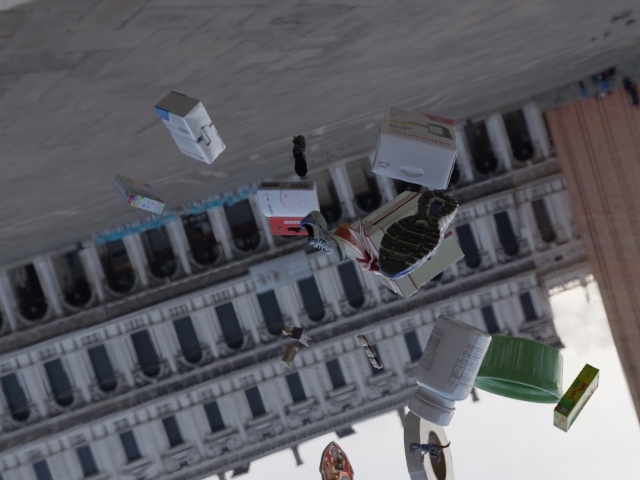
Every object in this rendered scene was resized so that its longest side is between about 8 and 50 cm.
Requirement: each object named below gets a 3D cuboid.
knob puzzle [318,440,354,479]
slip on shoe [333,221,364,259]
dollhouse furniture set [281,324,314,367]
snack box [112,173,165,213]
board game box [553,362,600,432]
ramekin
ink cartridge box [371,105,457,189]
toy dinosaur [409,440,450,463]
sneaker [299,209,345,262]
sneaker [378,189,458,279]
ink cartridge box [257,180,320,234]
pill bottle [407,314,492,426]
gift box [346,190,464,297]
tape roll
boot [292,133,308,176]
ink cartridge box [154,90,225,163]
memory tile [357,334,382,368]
[{"bbox_3d":[0.061,0.749,2.174,0.030,0.213,0.213,-25,-179,28],"label":"knob puzzle"},{"bbox_3d":[0.154,0.025,2.607,0.123,0.101,0.331,18,168,38],"label":"slip on shoe"},{"bbox_3d":[-0.074,0.314,1.917,0.091,0.081,0.114,3,-117,48],"label":"dollhouse furniture set"},{"bbox_3d":[-0.490,-0.125,1.796,0.100,0.037,0.141,17,-165,-39],"label":"snack box"},{"bbox_3d":[0.720,0.442,1.877,0.043,0.092,0.181,27,-120,37],"label":"board game box"},{"bbox_3d":[0.639,0.417,2.168,0.304,0.148,0.303,14,161,5],"label":"ramekin"},{"bbox_3d":[0.282,-0.284,1.988,0.226,0.131,0.306,13,-154,2],"label":"ink cartridge box"},{"bbox_3d":[0.252,0.498,1.588,0.090,0.047,0.082,-26,-153,-26],"label":"toy dinosaur"},{"bbox_3d":[0.000,0.000,1.493,0.058,0.135,0.052,-29,167,-37],"label":"sneaker"},{"bbox_3d":[0.244,0.010,1.666,0.130,0.147,0.330,26,-138,22],"label":"sneaker"},{"bbox_3d":[-0.095,-0.091,2.200,0.189,0.232,0.066,0,-142,12],"label":"ink cartridge box"},{"bbox_3d":[0.289,0.297,1.525,0.131,0.229,0.131,22,-178,-1],"label":"pill bottle"},{"bbox_3d":[0.230,-0.004,2.029,0.258,0.276,0.255,-35,-171,-7],"label":"gift box"},{"bbox_3d":[0.424,0.844,2.593,0.072,0.392,0.392,-17,-175,22],"label":"tape roll"},{"bbox_3d":[-0.067,-0.286,2.232,0.045,0.121,0.099,-7,-146,9],"label":"boot"},{"bbox_3d":[-0.409,-0.355,2.107,0.148,0.203,0.086,24,-116,34],"label":"ink cartridge box"},{"bbox_3d":[0.145,0.332,1.997,0.012,0.113,0.148,-30,174,-7],"label":"memory tile"}]
